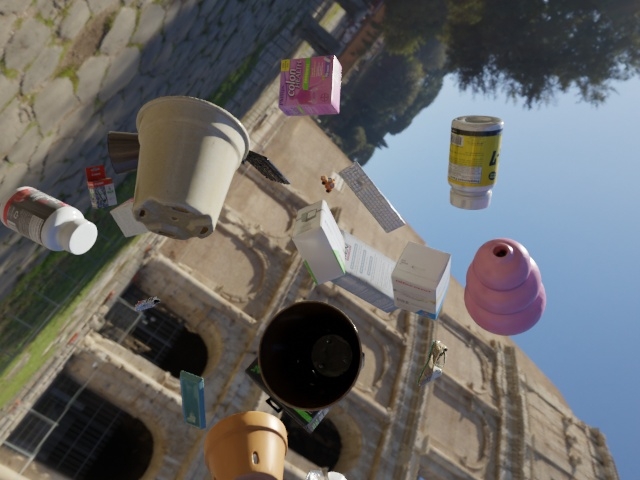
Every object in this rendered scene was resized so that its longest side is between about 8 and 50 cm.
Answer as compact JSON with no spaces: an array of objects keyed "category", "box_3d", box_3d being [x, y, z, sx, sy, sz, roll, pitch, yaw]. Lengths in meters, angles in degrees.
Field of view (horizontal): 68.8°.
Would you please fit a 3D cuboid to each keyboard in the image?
[{"category":"keyboard","box_3d":[0.157,-0.127,1.417,0.072,0.256,0.014,-24,-154,39]},{"category":"keyboard","box_3d":[-0.233,-0.275,1.698,0.033,0.201,0.317,-64,166,-4]}]

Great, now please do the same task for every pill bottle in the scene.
[{"category":"pill bottle","box_3d":[-1.012,-0.067,1.756,0.176,0.318,0.176,-60,166,-26]},{"category":"pill bottle","box_3d":[0.370,-0.188,1.131,0.119,0.119,0.208,-77,166,-63]}]

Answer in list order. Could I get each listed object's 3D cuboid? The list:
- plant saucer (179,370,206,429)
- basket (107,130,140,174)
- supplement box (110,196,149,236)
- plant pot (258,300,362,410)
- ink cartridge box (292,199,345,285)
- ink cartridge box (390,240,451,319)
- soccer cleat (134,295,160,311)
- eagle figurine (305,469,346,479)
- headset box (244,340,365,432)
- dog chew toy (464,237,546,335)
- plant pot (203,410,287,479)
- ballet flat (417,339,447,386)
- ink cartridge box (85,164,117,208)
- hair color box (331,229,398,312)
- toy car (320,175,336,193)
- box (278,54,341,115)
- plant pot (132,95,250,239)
[{"category":"plant saucer","box_3d":[-0.339,0.427,1.236,0.018,0.067,0.192,-54,154,-55]},{"category":"basket","box_3d":[-0.858,-0.424,2.204,0.154,0.227,0.204,-112,-164,-78]},{"category":"supplement box","box_3d":[-0.604,-0.096,1.625,0.220,0.114,0.111,-11,-154,34]},{"category":"plant pot","box_3d":[0.001,0.255,1.040,0.215,0.215,0.230,-54,161,-4]},{"category":"ink cartridge box","box_3d":[0.000,0.000,1.664,0.114,0.198,0.273,-22,-159,11]},{"category":"ink cartridge box","box_3d":[0.380,0.151,1.752,0.168,0.171,0.233,-59,153,-27]},{"category":"soccer cleat","box_3d":[-0.522,0.192,1.410,0.083,0.035,0.029,-29,128,-57]},{"category":"eagle figurine","box_3d":[0.035,0.949,1.690,0.298,0.226,0.225,108,-29,-51]},{"category":"headset box","box_3d":[-0.048,0.388,1.394,0.283,0.246,0.131,-46,156,-20]},{"category":"dog chew toy","box_3d":[0.468,0.110,1.197,0.206,0.332,0.207,-11,-125,16]},{"category":"plant pot","box_3d":[-0.244,0.754,1.565,0.291,0.291,0.203,-50,-152,15]},{"category":"ballet flat","box_3d":[0.403,0.439,1.655,0.206,0.067,0.073,-53,155,-40]},{"category":"ink cartridge box","box_3d":[-0.621,-0.153,1.324,0.029,0.115,0.063,8,-159,31]},{"category":"hair color box","box_3d":[0.191,0.136,1.968,0.113,0.374,0.185,-33,-147,46]},{"category":"toy car","box_3d":[0.028,-0.191,1.486,0.040,0.060,0.122,-23,-163,10]},{"category":"box","box_3d":[-0.044,-0.662,2.013,0.117,0.243,0.214,17,76,-70]},{"category":"plant pot","box_3d":[-0.390,-0.181,1.337,0.334,0.333,0.305,-37,-138,53]}]
